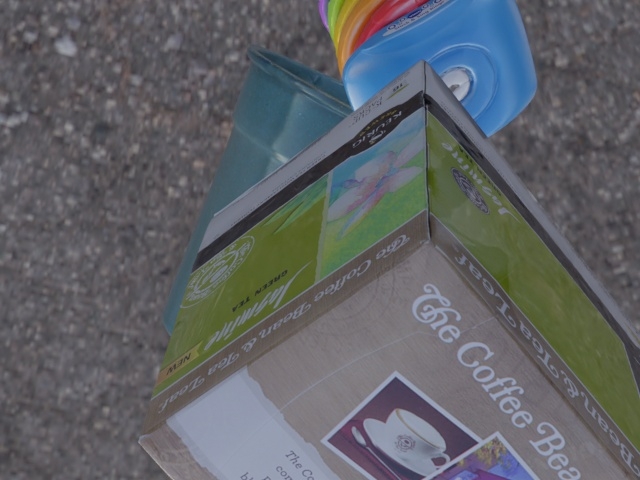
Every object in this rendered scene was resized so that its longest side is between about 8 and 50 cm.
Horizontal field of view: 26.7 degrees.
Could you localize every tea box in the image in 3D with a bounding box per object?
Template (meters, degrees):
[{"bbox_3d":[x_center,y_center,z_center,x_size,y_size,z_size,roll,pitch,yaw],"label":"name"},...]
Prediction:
[{"bbox_3d":[0.085,0.107,0.911,0.220,0.323,0.329,-36,107,17],"label":"tea box"}]

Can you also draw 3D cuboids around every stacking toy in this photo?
[{"bbox_3d":[0.064,-0.222,1.317,0.175,0.302,0.165,-30,133,-3],"label":"stacking toy"}]

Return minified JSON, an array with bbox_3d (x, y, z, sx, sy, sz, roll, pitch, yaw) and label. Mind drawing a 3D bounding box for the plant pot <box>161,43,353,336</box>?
[{"bbox_3d":[0.000,0.000,1.556,0.341,0.341,0.334,23,100,-18],"label":"plant pot"}]
